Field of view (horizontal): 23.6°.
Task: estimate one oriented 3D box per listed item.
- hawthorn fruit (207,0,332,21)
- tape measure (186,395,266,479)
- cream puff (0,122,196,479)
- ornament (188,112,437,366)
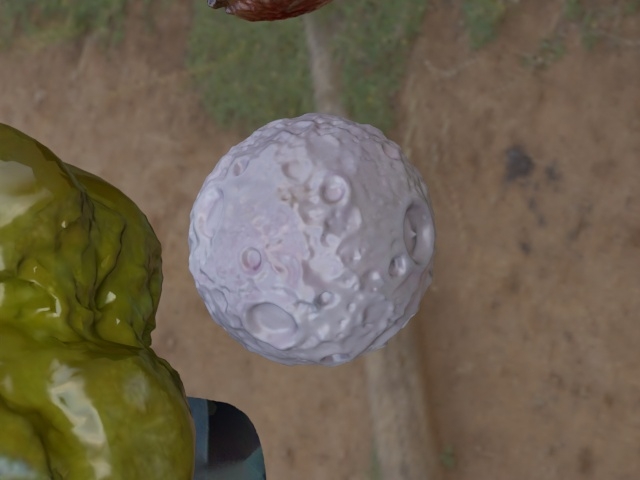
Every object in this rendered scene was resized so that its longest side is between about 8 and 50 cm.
[{"bbox_3d":[-0.025,-0.290,1.141,0.253,0.205,0.205,-58,33,13],"label":"hawthorn fruit"},{"bbox_3d":[-0.192,0.283,1.485,0.138,0.262,0.259,118,159,-44],"label":"tape measure"},{"bbox_3d":[-0.250,0.054,0.817,0.378,0.378,0.276,16,118,60],"label":"cream puff"},{"bbox_3d":[0.000,0.000,1.540,0.225,0.259,0.259,-5,71,30],"label":"ornament"}]
